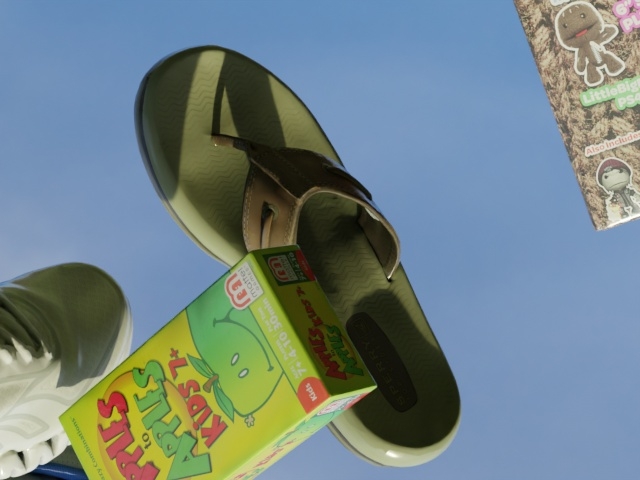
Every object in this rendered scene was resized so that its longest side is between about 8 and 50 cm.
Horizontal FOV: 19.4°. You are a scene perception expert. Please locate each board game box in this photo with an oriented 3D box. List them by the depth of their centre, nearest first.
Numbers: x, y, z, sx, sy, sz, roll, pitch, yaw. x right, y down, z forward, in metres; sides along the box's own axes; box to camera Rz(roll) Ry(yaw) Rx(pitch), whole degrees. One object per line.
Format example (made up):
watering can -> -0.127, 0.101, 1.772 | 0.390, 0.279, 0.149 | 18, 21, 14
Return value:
board game box -> -0.061, 0.090, 1.039 | 0.043, 0.181, 0.092 | -9, -116, -53
board game box -> 0.206, -0.191, 1.299 | 0.232, 0.141, 0.291 | -76, -34, -70

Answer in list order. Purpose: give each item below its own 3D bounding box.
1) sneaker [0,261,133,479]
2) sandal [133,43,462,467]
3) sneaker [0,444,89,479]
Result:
sneaker -> -0.210, 0.081, 1.065 | 0.110, 0.118, 0.292 | 41, -135, 16
sandal -> 0.002, 0.000, 1.166 | 0.120, 0.086, 0.303 | -35, -91, -28
sneaker -> -0.269, 0.158, 1.422 | 0.323, 0.130, 0.236 | 21, 178, 3
